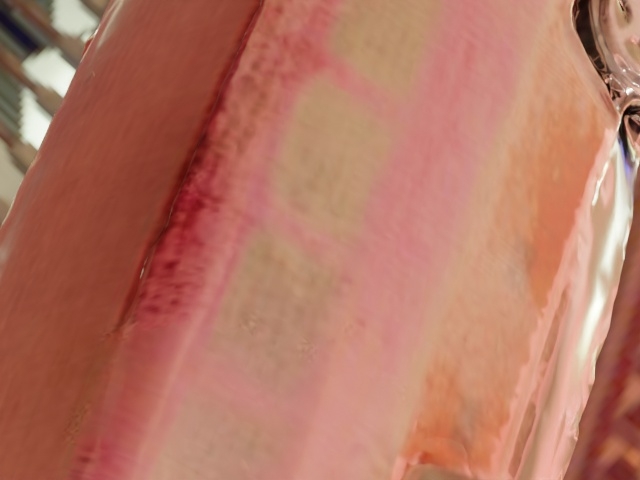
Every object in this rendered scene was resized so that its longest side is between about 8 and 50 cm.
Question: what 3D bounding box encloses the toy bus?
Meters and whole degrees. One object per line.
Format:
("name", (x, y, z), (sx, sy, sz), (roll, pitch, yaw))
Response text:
("toy bus", (0.000, 0.000, 0.534), (0.147, 0.127, 0.303), (37, 58, -30))
